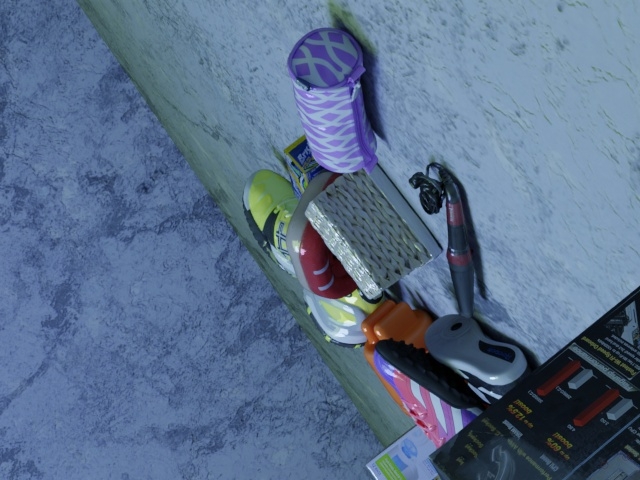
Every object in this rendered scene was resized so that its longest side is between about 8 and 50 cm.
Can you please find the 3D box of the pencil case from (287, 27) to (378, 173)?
[{"bbox_3d":[0.020,-0.153,1.116,0.088,0.086,0.206,25,163,17],"label":"pencil case"}]

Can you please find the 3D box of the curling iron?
[{"bbox_3d":[0.157,0.007,1.156,0.068,0.035,0.274,51,171,42],"label":"curling iron"}]

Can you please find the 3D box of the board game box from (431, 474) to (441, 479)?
[{"bbox_3d":[0.259,0.401,1.577,0.136,0.201,0.035,44,167,49],"label":"board game box"}]

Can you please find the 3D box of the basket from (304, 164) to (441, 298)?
[{"bbox_3d":[0.065,-0.014,1.318,0.167,0.103,0.113,54,170,4],"label":"basket"}]

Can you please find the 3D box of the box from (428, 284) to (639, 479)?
[{"bbox_3d":[0.255,0.173,0.640,0.307,0.242,0.077,40,164,51],"label":"box"}]

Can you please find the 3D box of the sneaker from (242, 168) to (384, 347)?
[{"bbox_3d":[0.000,0.000,1.716,0.385,0.145,0.147,51,140,27],"label":"sneaker"}]

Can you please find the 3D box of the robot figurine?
[{"bbox_3d":[0.154,0.200,1.594,0.219,0.158,0.128,56,-149,-16],"label":"robot figurine"}]

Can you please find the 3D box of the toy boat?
[{"bbox_3d":[0.046,0.007,1.478,0.151,0.151,0.231,19,159,16],"label":"toy boat"}]

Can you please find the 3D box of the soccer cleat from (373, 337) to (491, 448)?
[{"bbox_3d":[0.184,0.255,1.381,0.318,0.116,0.109,35,-166,-18],"label":"soccer cleat"}]

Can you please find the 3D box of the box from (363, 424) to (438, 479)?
[{"bbox_3d":[0.201,0.444,2.018,0.114,0.203,0.103,53,170,11],"label":"box"}]

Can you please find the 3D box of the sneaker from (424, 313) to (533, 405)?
[{"bbox_3d":[0.223,0.183,1.334,0.121,0.079,0.217,56,170,-23],"label":"sneaker"}]

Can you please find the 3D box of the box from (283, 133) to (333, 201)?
[{"bbox_3d":[-0.012,-0.102,1.512,0.054,0.059,0.169,49,170,17],"label":"box"}]

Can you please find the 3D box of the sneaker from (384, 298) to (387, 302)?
[{"bbox_3d":[0.115,0.134,1.776,0.070,0.051,0.134,29,-161,-22],"label":"sneaker"}]
